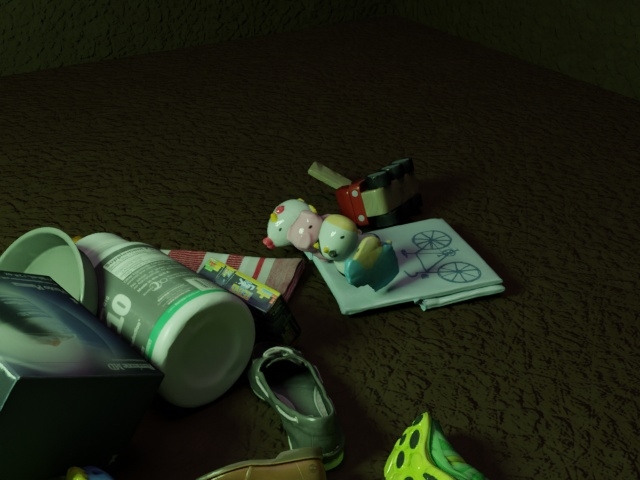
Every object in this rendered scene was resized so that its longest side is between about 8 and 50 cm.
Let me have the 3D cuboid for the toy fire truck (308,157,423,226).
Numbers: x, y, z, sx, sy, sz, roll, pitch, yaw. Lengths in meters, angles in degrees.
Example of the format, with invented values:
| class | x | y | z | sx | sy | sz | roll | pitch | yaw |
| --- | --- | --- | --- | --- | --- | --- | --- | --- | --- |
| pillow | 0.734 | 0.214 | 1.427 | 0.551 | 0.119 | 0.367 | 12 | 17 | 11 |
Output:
| class | x | y | z | sx | sy | sz | roll | pitch | yaw |
| --- | --- | --- | --- | --- | --- | --- | --- | --- | --- |
| toy fire truck | 0.083 | -0.118 | 2.172 | 0.246 | 0.158 | 0.217 | -9 | 12 | 30 |

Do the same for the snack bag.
| class | x | y | z | sx | sy | sz | roll | pitch | yaw |
| --- | --- | --- | --- | --- | --- | --- | --- | --- | --- |
| snack bag | 0.161 | 0.056 | 1.924 | 0.342 | 0.037 | 0.323 | -11 | 28 | -13 |

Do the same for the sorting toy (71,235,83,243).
| class | x | y | z | sx | sy | sz | roll | pitch | yaw |
| --- | --- | --- | --- | --- | --- | --- | --- | --- | --- |
| sorting toy | -0.496 | 0.057 | 1.897 | 0.229 | 0.041 | 0.307 | -26 | 31 | -30 |

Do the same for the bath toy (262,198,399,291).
| class | x | y | z | sx | sy | sz | roll | pitch | yaw |
| --- | --- | --- | --- | --- | --- | --- | --- | --- | --- |
| bath toy | 0.000 | 0.000 | 1.871 | 0.129 | 0.151 | 0.348 | -34 | 33 | -23 |

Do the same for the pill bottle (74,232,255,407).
| class | x | y | z | sx | sy | sz | roll | pitch | yaw |
| --- | --- | --- | --- | --- | --- | --- | --- | --- | --- |
| pill bottle | -0.298 | 0.124 | 1.616 | 0.204 | 0.204 | 0.361 | -23 | 34 | -37 |

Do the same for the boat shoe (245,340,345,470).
| class | x | y | z | sx | sy | sz | roll | pitch | yaw |
| --- | --- | --- | --- | --- | --- | --- | --- | --- | --- |
| boat shoe | -0.041 | 0.235 | 1.510 | 0.112 | 0.095 | 0.335 | -10 | 29 | -18 |

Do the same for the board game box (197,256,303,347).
| class | x | y | z | sx | sy | sz | roll | pitch | yaw |
| --- | --- | --- | --- | --- | --- | --- | --- | --- | --- |
| board game box | -0.125 | 0.115 | 1.661 | 0.170 | 0.141 | 0.048 | 25 | 67 | 32 |

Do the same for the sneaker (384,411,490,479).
| class | x | y | z | sx | sy | sz | roll | pitch | yaw |
| --- | --- | --- | --- | --- | --- | --- | --- | --- | --- |
| sneaker | 0.171 | 0.346 | 1.308 | 0.123 | 0.109 | 0.295 | 34 | 11 | -15 |

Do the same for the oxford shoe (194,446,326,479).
| class | x | y | z | sx | sy | sz | roll | pitch | yaw |
| --- | --- | --- | --- | --- | --- | --- | --- | --- | --- |
| oxford shoe | -0.095 | 0.352 | 1.321 | 0.212 | 0.076 | 0.076 | -12 | 68 | -1 |

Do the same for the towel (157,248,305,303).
| class | x | y | z | sx | sy | sz | roll | pitch | yaw |
| --- | --- | --- | --- | --- | --- | --- | --- | --- | --- |
| towel | -0.215 | 0.082 | 1.881 | 0.329 | 0.037 | 0.237 | 5 | 27 | 11 |

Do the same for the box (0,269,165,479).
| class | x | y | z | sx | sy | sz | roll | pitch | yaw |
| --- | --- | --- | --- | --- | --- | --- | --- | --- | --- |
| box | -0.437 | 0.181 | 1.321 | 0.294 | 0.183 | 0.296 | 35 | 10 | 27 |

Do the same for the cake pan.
| class | x | y | z | sx | sy | sz | roll | pitch | yaw |
| --- | --- | --- | --- | --- | --- | --- | --- | --- | --- |
| cake pan | -0.483 | 0.124 | 1.590 | 0.293 | 0.293 | 0.054 | 26 | 0 | 41 |

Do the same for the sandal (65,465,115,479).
| class | x | y | z | sx | sy | sz | roll | pitch | yaw |
| --- | --- | --- | --- | --- | --- | --- | --- | --- | --- |
| sandal | -0.248 | 0.390 | 1.197 | 0.138 | 0.126 | 0.317 | 8 | 12 | -35 |
